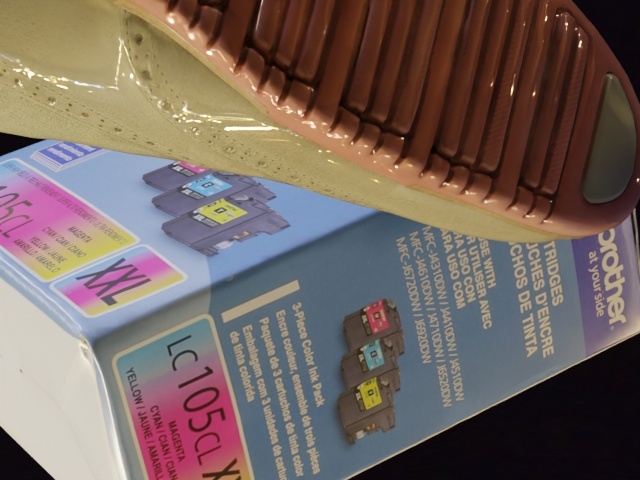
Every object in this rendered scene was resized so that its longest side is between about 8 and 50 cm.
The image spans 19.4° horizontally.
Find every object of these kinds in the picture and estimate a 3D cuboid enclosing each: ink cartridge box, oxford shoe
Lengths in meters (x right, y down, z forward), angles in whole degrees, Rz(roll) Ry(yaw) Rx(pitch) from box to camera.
[{"bbox_3d":[0.000,0.000,1.094,0.395,0.270,0.151,-22,-62,-25],"label":"ink cartridge box"},{"bbox_3d":[-0.060,-0.094,0.743,0.397,0.146,0.140,27,-126,-9],"label":"oxford shoe"}]
